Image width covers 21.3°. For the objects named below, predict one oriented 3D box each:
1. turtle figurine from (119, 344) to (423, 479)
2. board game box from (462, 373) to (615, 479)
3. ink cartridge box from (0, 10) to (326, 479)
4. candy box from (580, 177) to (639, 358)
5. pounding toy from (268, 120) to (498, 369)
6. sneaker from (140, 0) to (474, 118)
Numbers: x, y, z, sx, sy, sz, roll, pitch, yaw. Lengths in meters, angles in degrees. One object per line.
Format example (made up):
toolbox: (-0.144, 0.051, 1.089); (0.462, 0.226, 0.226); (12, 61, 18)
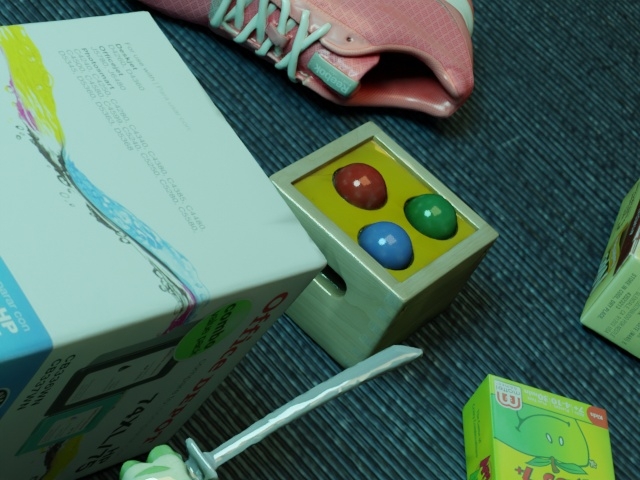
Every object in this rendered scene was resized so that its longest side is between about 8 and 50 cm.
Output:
turtle figurine: (-0.103, 0.191, 0.827); (0.266, 0.198, 0.274); (10, 60, -4)
board game box: (0.146, 0.179, 1.109); (0.092, 0.043, 0.181); (18, 41, -15)
ink cartridge box: (-0.181, 0.019, 0.917); (0.270, 0.198, 0.197); (-16, 64, -50)
candy box: (0.373, 0.069, 1.329); (0.316, 0.087, 0.183); (31, 39, 0)
pounding toy: (-0.010, -0.004, 1.163); (0.181, 0.094, 0.206); (43, 41, 14)
sneaker: (-0.009, -0.177, 1.329); (0.314, 0.116, 0.136); (12, 45, -22)
